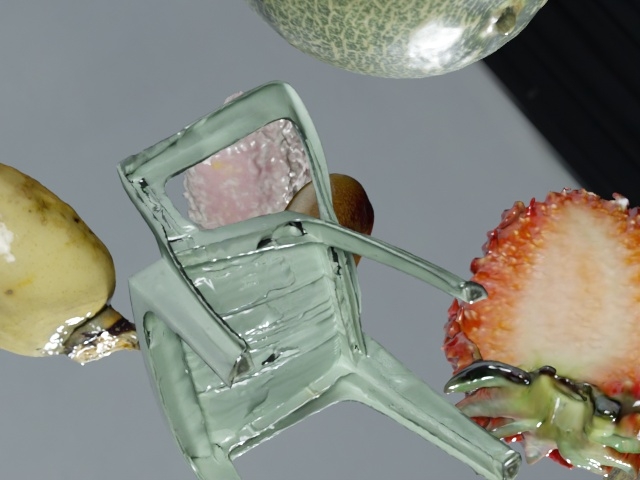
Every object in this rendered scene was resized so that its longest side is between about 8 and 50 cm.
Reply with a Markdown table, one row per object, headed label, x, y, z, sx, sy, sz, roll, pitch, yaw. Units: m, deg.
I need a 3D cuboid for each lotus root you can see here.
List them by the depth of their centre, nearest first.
| label | x | y | z | sx | sy | sz | roll | pitch | yaw |
| --- | --- | --- | --- | --- | --- | --- | --- | --- | --- |
| lotus root | -0.218 | 0.023 | 1.418 | 0.118 | 0.221 | 0.125 | -45 | -167 | -1 |

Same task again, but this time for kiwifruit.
| label | x | y | z | sx | sy | sz | roll | pitch | yaw |
| --- | --- | --- | --- | --- | --- | --- | --- | --- | --- |
| kiwifruit | 0.000 | 0.000 | 1.461 | 0.075 | 0.075 | 0.124 | -54 | -169 | 44 |

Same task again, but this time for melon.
| label | x | y | z | sx | sy | sz | roll | pitch | yaw |
| --- | --- | --- | --- | --- | --- | --- | --- | --- | --- |
| melon | 0.025 | -0.255 | 1.217 | 0.248 | 0.329 | 0.248 | -31 | 164 | -10 |

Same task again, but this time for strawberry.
| label | x | y | z | sx | sy | sz | roll | pitch | yaw |
| --- | --- | --- | --- | --- | --- | --- | --- | --- | --- |
| strawberry | 0.231 | 0.085 | 1.634 | 0.306 | 0.233 | 0.137 | -62 | 158 | -53 |

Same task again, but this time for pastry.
| label | x | y | z | sx | sy | sz | roll | pitch | yaw |
| --- | --- | --- | --- | --- | --- | --- | --- | --- | --- |
| pastry | -0.051 | 0.001 | 1.652 | 0.265 | 0.103 | 0.112 | 73 | 29 | -42 |

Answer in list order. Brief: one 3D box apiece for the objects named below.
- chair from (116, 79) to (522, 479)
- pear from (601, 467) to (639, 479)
| label | x | y | z | sx | sy | sz | roll | pitch | yaw |
| --- | --- | --- | --- | --- | --- | --- | --- | --- | --- |
| chair | -0.013 | 0.045 | 1.113 | 0.190 | 0.275 | 0.203 | -26 | 127 | -18 |
| pear | 0.385 | 0.299 | 2.037 | 0.197 | 0.197 | 0.197 | -38 | 167 | -11 |
